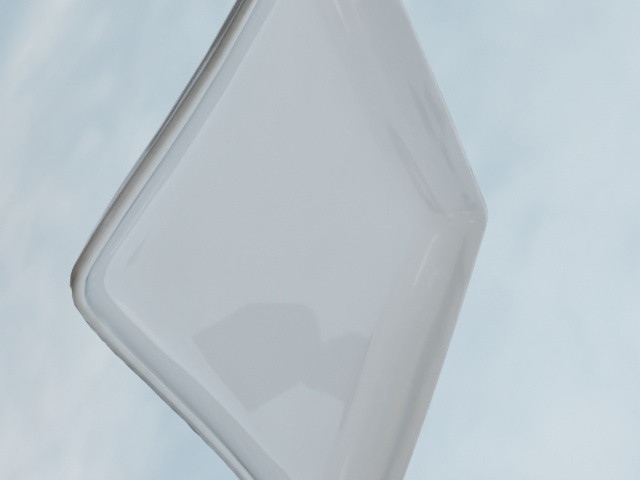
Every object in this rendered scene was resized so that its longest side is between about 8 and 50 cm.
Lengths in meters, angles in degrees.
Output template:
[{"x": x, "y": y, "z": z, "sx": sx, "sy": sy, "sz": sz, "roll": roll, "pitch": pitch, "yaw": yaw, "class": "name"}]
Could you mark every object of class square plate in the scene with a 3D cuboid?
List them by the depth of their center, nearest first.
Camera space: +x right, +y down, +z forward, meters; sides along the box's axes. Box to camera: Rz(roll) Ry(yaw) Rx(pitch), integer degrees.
[{"x": 0.000, "y": 0.000, "z": 0.669, "sx": 0.049, "sy": 0.344, "sz": 0.347, "roll": 2, "pitch": -129, "yaw": 31, "class": "square plate"}]
